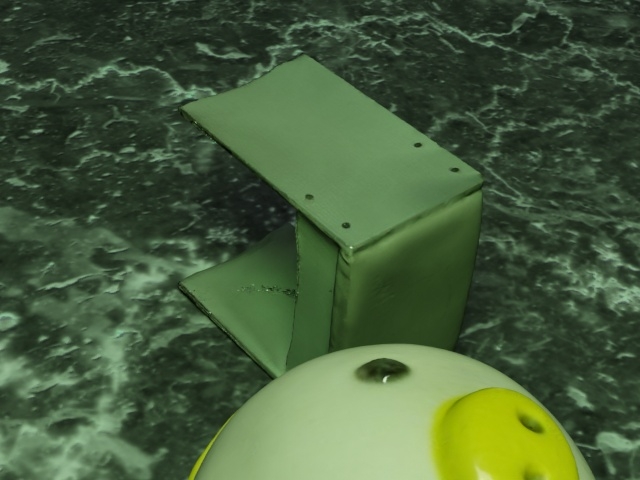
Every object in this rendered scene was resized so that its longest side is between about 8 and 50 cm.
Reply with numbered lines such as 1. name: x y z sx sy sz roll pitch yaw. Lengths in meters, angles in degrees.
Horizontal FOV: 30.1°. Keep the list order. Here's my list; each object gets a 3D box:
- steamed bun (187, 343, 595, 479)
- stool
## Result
1. steamed bun: 0.049 0.248 0.842 0.334 0.334 0.374 4 35 -1
2. stool: 0.000 0.000 1.171 0.170 0.243 0.270 -27 50 -32
